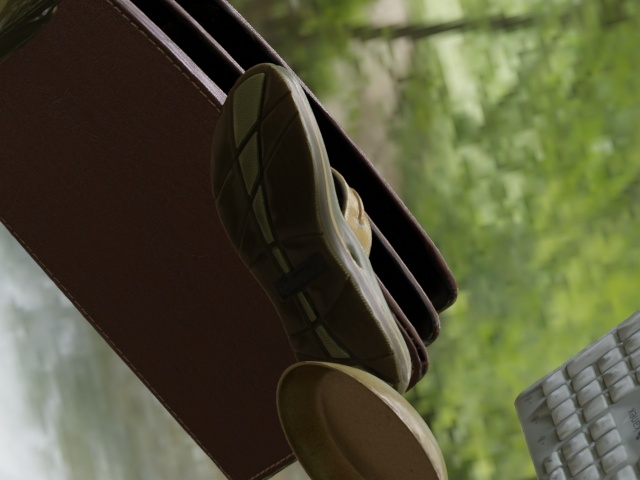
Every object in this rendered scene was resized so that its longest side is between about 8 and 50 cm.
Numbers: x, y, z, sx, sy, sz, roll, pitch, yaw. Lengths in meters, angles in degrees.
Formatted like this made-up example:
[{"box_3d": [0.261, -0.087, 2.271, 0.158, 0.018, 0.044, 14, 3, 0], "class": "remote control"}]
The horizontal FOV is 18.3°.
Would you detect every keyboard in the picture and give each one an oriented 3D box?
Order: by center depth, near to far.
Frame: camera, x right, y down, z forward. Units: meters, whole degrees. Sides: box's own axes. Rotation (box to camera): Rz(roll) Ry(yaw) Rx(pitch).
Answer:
[{"box_3d": [0.104, 0.085, 0.582, 0.014, 0.072, 0.256, 43, 14, -18], "class": "keyboard"}]

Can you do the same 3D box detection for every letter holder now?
[{"box_3d": [-0.051, -0.038, 1.173, 0.302, 0.214, 0.152, 49, 48, -3], "class": "letter holder"}]

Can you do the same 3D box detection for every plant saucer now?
[{"box_3d": [0.019, 0.075, 0.726, 0.015, 0.083, 0.083, -38, 121, -31], "class": "plant saucer"}]

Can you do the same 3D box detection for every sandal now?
[{"box_3d": [0.000, 0.000, 0.974, 0.049, 0.072, 0.180, -17, 80, -52], "class": "sandal"}]

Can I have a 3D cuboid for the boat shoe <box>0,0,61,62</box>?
[{"box_3d": [-0.107, -0.093, 0.655, 0.048, 0.056, 0.153, 52, -20, -5], "class": "boat shoe"}]
